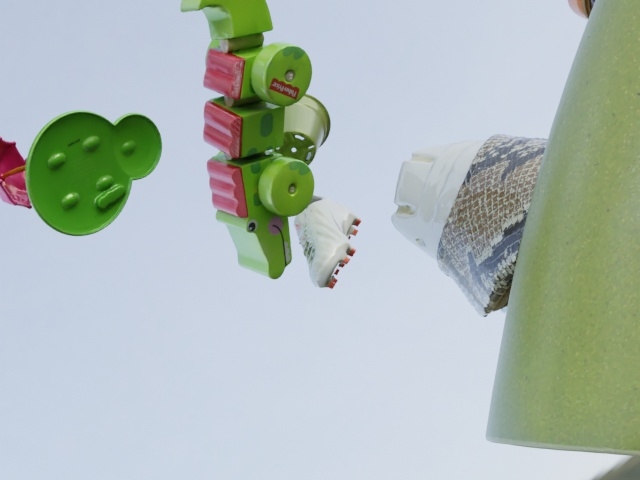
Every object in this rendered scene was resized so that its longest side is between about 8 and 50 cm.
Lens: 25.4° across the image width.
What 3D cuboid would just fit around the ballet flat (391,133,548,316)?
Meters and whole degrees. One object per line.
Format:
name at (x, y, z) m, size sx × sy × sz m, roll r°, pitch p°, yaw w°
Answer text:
ballet flat at (0.159, -0.016, 1.338) m, size 0.164 × 0.182 × 0.483 m, roll -64°, pitch -14°, yaw 0°

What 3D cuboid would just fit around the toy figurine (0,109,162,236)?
toy figurine at (-0.283, -0.085, 1.528) m, size 0.173 × 0.159 × 0.130 m, roll -33°, pitch -64°, yaw -35°

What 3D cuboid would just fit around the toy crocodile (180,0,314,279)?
toy crocodile at (-0.081, -0.118, 1.536) m, size 0.105 × 0.115 × 0.341 m, roll -20°, pitch -60°, yaw -35°

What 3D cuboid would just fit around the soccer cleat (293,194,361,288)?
soccer cleat at (0.000, 0.000, 1.672) m, size 0.068 × 0.076 × 0.196 m, roll -59°, pitch 5°, yaw 20°

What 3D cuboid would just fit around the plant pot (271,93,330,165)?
plant pot at (-0.029, -0.122, 1.677) m, size 0.083 × 0.083 × 0.079 m, roll -53°, pitch 16°, yaw 24°

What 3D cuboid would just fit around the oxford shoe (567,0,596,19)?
oxford shoe at (0.376, -0.363, 1.760) m, size 0.130 × 0.132 × 0.363 m, roll -50°, pitch -25°, yaw -2°

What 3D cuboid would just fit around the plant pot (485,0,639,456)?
plant pot at (0.236, -0.028, 0.801) m, size 0.275 × 0.274 × 0.294 m, roll 13°, pitch -101°, yaw -60°
